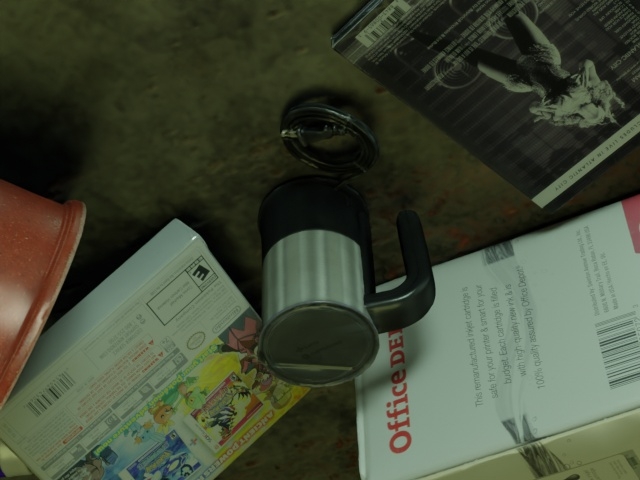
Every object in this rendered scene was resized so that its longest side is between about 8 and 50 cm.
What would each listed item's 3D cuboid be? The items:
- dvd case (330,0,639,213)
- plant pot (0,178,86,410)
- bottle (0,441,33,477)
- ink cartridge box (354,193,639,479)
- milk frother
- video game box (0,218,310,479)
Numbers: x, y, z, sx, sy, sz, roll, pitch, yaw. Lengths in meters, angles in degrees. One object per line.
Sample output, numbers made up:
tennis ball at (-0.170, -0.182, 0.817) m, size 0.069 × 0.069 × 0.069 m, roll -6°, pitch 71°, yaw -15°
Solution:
dvd case at (0.143, -0.125, 0.952) m, size 0.221 × 0.018 × 0.164 m, roll 34°, pitch 121°, yaw -27°
plant pot at (-0.337, 0.032, 0.925) m, size 0.265 × 0.272 × 0.272 m, roll 29°, pitch 125°, yaw -16°
bottle at (-0.368, 0.163, 1.116) m, size 0.282 × 0.118 × 0.092 m, roll -4°, pitch 141°, yaw 3°
ink cartridge box at (0.176, 0.095, 1.021) m, size 0.283 × 0.207 × 0.117 m, roll -20°, pitch 127°, yaw 16°
milk frother at (0.000, 0.000, 0.978) m, size 0.129 × 0.135 × 0.143 m, roll -26°, pitch 127°, yaw 18°
video game box at (-0.129, 0.115, 1.070) m, size 0.205 × 0.048 × 0.187 m, roll -42°, pitch 125°, yaw -10°
